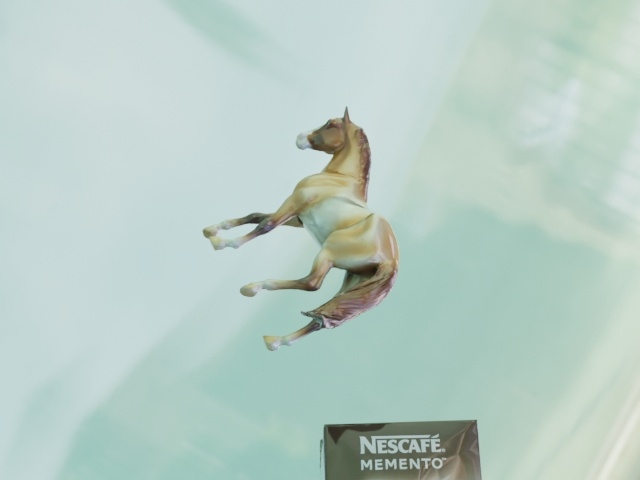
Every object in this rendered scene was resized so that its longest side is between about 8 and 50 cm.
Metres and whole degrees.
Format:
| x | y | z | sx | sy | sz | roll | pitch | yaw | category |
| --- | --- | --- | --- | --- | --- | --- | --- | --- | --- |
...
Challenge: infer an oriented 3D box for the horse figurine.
| x | y | z | sx | sy | sz | roll | pitch | yaw | category |
| --- | --- | --- | --- | --- | --- | --- | --- | --- | --- |
| 0.000 | 0.000 | 1.636 | 0.174 | 0.263 | 0.066 | -24 | 129 | -7 | horse figurine |

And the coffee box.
| x | y | z | sx | sy | sz | roll | pitch | yaw | category |
| --- | --- | --- | --- | --- | --- | --- | --- | --- | --- |
| 0.071 | 0.285 | 1.584 | 0.098 | 0.141 | 0.246 | 92 | -4 | -60 | coffee box |
